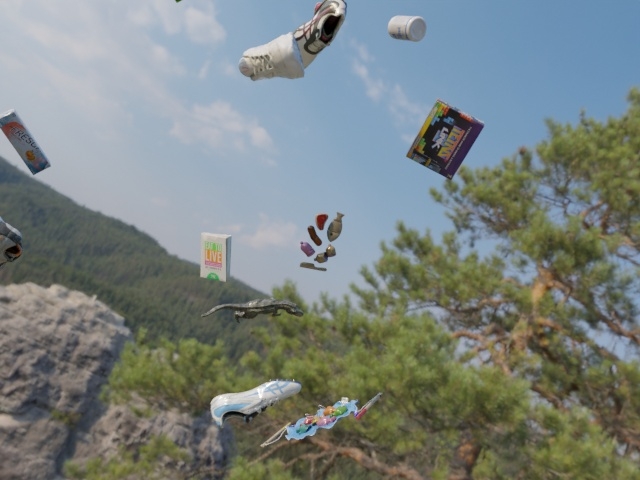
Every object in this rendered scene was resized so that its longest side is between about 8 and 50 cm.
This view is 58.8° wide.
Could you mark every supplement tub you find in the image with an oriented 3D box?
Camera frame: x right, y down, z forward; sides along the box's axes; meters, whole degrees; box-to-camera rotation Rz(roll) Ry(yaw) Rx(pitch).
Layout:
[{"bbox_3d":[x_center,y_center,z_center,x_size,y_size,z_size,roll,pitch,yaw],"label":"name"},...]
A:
[{"bbox_3d":[0.257,-0.627,1.680,0.071,0.071,0.107,35,0,-35],"label":"supplement tub"}]

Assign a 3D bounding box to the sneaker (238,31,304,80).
[{"bbox_3d":[-0.106,-0.360,1.156,0.232,0.115,0.091,-145,-143,-70],"label":"sneaker"}]

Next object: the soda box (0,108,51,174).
[{"bbox_3d":[-0.859,-0.285,1.643,0.063,0.058,0.183,39,-23,56],"label":"soda box"}]

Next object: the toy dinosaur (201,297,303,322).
[{"bbox_3d":[-0.184,0.187,1.539,0.267,0.064,0.118,-3,-10,-10],"label":"toy dinosaur"}]

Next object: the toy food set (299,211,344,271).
[{"bbox_3d":[0.000,0.000,1.105,0.077,0.122,0.019,11,10,-14],"label":"toy food set"}]

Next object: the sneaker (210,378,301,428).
[{"bbox_3d":[-0.160,0.414,1.450,0.237,0.086,0.085,-15,-27,-10],"label":"sneaker"}]

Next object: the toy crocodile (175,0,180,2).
[{"bbox_3d":[-0.317,-0.530,1.110,0.105,0.115,0.340,64,0,-20],"label":"toy crocodile"}]

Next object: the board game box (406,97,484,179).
[{"bbox_3d":[0.329,-0.267,1.506,0.141,0.170,0.048,27,28,1],"label":"board game box"}]

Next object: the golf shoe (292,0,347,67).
[{"bbox_3d":[-0.017,-0.635,1.770,0.105,0.120,0.273,20,-51,-27],"label":"golf shoe"}]

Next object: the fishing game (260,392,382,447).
[{"bbox_3d":[0.004,0.390,1.268,0.264,0.041,0.189,-26,-5,28],"label":"fishing game"}]

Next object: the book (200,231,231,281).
[{"bbox_3d":[-0.331,0.051,1.788,0.096,0.144,0.035,8,15,19],"label":"book"}]

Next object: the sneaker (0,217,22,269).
[{"bbox_3d":[-0.878,0.032,1.556,0.108,0.100,0.271,32,-36,-13],"label":"sneaker"}]
